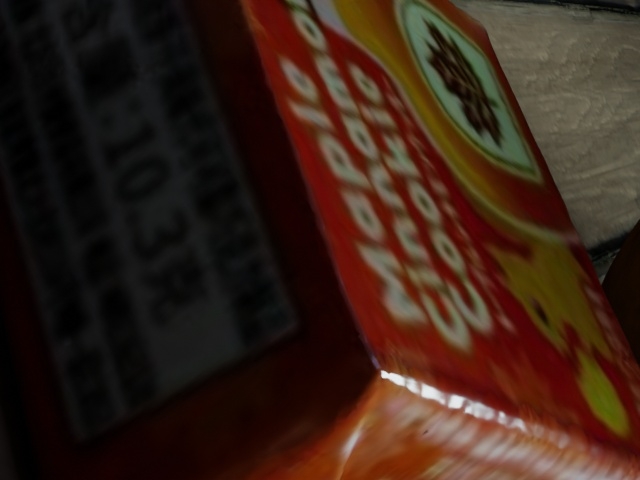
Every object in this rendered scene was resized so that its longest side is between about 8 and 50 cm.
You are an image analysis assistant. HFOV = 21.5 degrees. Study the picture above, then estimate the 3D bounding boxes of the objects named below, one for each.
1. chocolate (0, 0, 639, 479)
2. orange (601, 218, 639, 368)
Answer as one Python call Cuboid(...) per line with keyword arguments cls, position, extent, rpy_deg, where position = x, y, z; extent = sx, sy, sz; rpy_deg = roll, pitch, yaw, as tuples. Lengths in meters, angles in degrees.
Cuboid(cls="chocolate", position=(0.000, 0.000, 0.545), extent=(0.235, 0.108, 0.237), rpy_deg=(25, 40, -51))
Cuboid(cls="orange", position=(0.311, 0.115, 0.748), extent=(0.424, 0.326, 0.424), rpy_deg=(47, 24, -28))
